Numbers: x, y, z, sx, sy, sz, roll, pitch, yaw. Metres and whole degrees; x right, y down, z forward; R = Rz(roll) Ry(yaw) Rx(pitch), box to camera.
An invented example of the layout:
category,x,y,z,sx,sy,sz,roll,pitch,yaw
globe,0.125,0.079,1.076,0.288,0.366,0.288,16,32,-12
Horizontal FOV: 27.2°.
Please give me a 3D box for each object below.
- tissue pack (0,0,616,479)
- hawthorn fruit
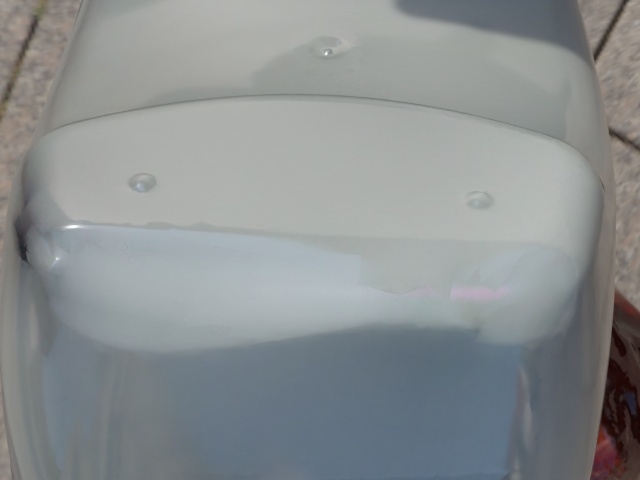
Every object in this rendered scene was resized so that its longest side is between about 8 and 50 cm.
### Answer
category,x,y,z,sx,sy,sz,roll,pitch,yaw
tissue pack,0.000,0.000,0.556,0.229,0.333,0.236,3,132,2
hawthorn fruit,0.184,0.103,1.151,0.230,0.210,0.266,-9,83,-12
